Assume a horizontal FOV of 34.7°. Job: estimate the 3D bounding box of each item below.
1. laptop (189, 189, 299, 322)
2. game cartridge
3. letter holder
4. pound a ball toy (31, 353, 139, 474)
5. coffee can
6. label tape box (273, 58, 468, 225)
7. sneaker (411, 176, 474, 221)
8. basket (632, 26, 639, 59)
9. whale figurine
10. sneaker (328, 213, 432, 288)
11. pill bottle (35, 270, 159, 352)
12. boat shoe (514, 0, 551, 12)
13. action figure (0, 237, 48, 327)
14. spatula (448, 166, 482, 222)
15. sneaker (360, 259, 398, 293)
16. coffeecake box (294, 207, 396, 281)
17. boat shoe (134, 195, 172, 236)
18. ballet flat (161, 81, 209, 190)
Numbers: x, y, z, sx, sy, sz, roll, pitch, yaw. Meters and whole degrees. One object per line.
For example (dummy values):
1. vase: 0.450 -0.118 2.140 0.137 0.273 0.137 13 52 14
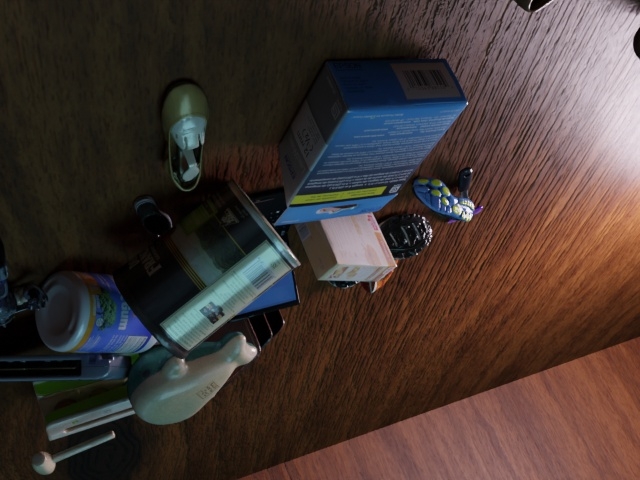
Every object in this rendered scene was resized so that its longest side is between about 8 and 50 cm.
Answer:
1. laptop: -0.142 0.036 2.020 0.234 0.136 0.264 -14 154 -23
2. game cartridge: -0.538 0.256 2.046 0.297 0.062 0.198 -2 168 4
3. letter holder: -0.230 0.247 2.271 0.302 0.214 0.152 -36 153 23
4. pound a ball toy: -0.511 0.392 2.319 0.319 0.208 0.136 -17 154 -16
5. coffee can: -0.204 0.051 1.848 0.275 0.201 0.201 -39 155 -1
6. label tape box: 0.066 -0.172 1.824 0.249 0.115 0.347 -8 154 -31
7. sneaker: 0.254 -0.083 2.210 0.078 0.067 0.188 1 164 44
8. basket: 0.681 -0.428 1.821 0.204 0.154 0.227 -18 151 -9
9. whale figurine: -0.269 0.257 2.088 0.272 0.141 0.216 -33 149 1
10. sneaker: 0.123 0.015 2.292 0.271 0.100 0.108 -26 -173 -10
11. pill bottle: -0.398 0.142 1.985 0.152 0.152 0.272 -39 152 30
12. boat shoe: 0.409 -0.464 1.532 0.324 0.116 0.123 -39 151 30
13. action figure: -0.583 0.097 1.799 0.185 0.099 0.285 -22 159 -16
14. spatula: 0.323 -0.098 2.294 0.084 0.030 0.296 -21 156 0
15. sneaker: 0.147 0.061 2.443 0.067 0.064 0.175 -33 168 -31
16. coffeecake box: 0.053 0.008 2.131 0.185 0.142 0.068 4 144 -46
17. boat shoe: -0.301 -0.033 1.853 0.049 0.040 0.142 -24 155 0
18. ballet flat: -0.210 -0.160 1.641 0.080 0.073 0.232 -17 154 -16
